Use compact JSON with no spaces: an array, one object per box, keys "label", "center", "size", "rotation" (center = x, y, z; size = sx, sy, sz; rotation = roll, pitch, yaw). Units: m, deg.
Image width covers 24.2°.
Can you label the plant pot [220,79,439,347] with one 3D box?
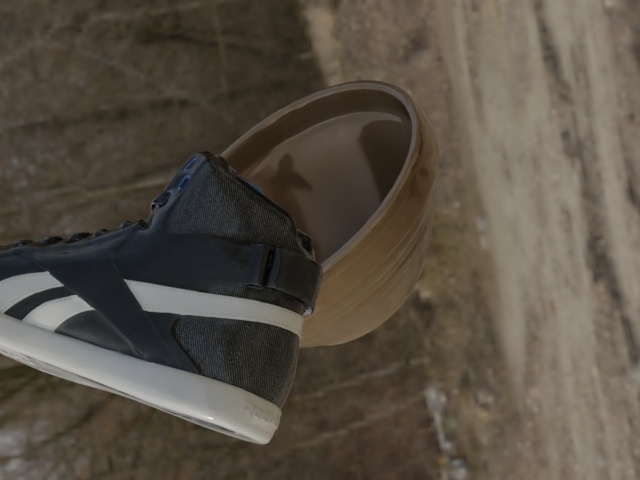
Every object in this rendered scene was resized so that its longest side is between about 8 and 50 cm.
[{"label":"plant pot","center":[0.000,0.000,1.118],"size":[0.109,0.237,0.237],"rotation":[50,-165,-32]}]

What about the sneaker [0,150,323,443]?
[{"label":"sneaker","center":[-0.091,0.009,0.702],"size":[0.079,0.217,0.121],"rotation":[43,-114,-59]}]
